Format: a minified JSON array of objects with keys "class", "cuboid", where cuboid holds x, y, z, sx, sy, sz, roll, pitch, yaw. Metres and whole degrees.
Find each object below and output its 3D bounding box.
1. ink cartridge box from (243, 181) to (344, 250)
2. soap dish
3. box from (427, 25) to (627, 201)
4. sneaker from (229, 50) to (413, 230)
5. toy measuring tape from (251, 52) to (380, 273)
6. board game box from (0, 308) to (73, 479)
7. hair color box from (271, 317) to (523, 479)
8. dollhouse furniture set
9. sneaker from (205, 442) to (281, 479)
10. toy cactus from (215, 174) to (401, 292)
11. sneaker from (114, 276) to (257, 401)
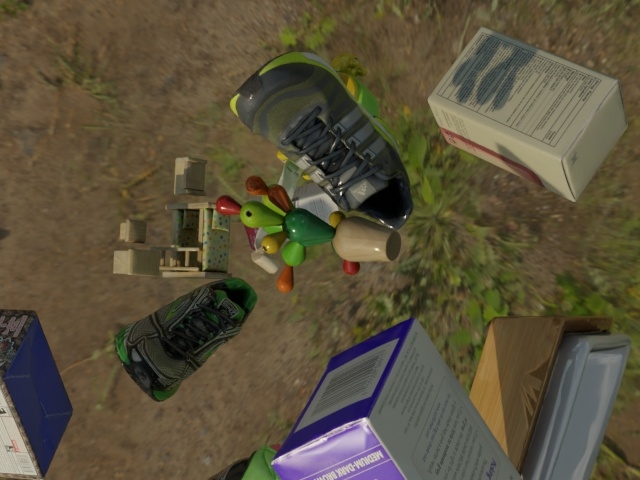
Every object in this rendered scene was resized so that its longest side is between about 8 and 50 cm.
[{"class":"ink cartridge box","cuboid":[-0.040,-0.043,1.807,0.150,0.109,0.063,-14,103,5]},{"class":"soap dish","cuboid":[0.235,0.214,1.294,0.118,0.229,0.291,18,95,27]},{"class":"box","cuboid":[0.296,-0.182,1.660,0.232,0.127,0.149,30,77,31]},{"class":"sneaker","cuboid":[0.018,-0.103,1.261,0.111,0.300,0.121,-42,54,17]},{"class":"toy measuring tape","cuboid":[0.004,-0.112,1.540,0.121,0.121,0.330,16,68,5]},{"class":"board game box","cuboid":[-0.561,0.230,1.775,0.291,0.141,0.232,2,131,12]},{"class":"hair color box","cuboid":[0.112,0.259,1.010,0.110,0.185,0.339,-30,100,26]},{"class":"dollhouse furniture set","cuboid":[-0.208,-0.038,1.689,0.101,0.161,0.182,-1,86,39]},{"class":"sneaker","cuboid":[-0.126,0.427,1.684,0.202,0.483,0.185,-19,62,-12]},{"class":"toy cactus","cuboid":[0.000,0.000,1.287,0.180,0.219,0.112,10,75,34]},{"class":"sneaker","cuboid":[-0.215,0.140,1.893,0.146,0.343,0.134,-35,96,27]}]
